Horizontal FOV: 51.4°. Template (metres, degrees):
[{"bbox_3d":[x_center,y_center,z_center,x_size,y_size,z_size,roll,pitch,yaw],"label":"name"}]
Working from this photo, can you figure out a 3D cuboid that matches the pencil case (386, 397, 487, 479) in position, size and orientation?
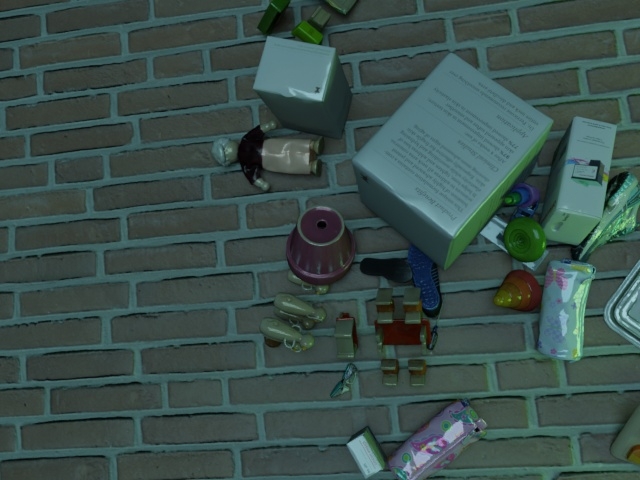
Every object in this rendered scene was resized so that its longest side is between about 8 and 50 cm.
[{"bbox_3d":[0.316,0.553,1.799,0.284,0.124,0.124,-39,79,3],"label":"pencil case"}]

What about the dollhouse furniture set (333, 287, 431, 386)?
[{"bbox_3d":[0.174,0.254,1.836,0.259,0.135,0.262,-2,113,13],"label":"dollhouse furniture set"}]

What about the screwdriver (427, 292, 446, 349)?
[{"bbox_3d":[0.336,0.231,1.894,0.025,0.024,0.170,26,79,-18],"label":"screwdriver"}]

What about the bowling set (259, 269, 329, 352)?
[{"bbox_3d":[-0.069,0.237,1.900,0.154,0.200,0.287,21,44,6],"label":"bowling set"}]

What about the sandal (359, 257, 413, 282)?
[{"bbox_3d":[0.194,0.082,1.903,0.179,0.040,0.067,9,80,41],"label":"sandal"}]

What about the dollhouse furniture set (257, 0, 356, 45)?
[{"bbox_3d":[-0.020,-0.730,2.053,0.197,0.151,0.301,37,71,-9],"label":"dollhouse furniture set"}]

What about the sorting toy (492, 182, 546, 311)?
[{"bbox_3d":[0.508,0.033,1.763,0.127,0.126,0.366,19,117,47],"label":"sorting toy"}]

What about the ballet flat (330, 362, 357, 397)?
[{"bbox_3d":[0.071,0.407,1.900,0.041,0.041,0.114,31,89,11],"label":"ballet flat"}]

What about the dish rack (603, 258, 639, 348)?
[{"bbox_3d":[0.966,0.159,1.781,0.285,0.072,0.333,36,88,12],"label":"dish rack"}]

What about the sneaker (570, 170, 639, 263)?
[{"bbox_3d":[0.801,-0.043,1.816,0.122,0.110,0.283,34,94,-2],"label":"sneaker"}]

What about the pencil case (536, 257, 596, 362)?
[{"bbox_3d":[0.656,0.183,1.782,0.124,0.113,0.273,10,94,28],"label":"pencil case"}]

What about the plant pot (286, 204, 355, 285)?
[{"bbox_3d":[0.000,0.000,1.862,0.201,0.180,0.201,0,62,0],"label":"plant pot"}]

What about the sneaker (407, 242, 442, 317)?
[{"bbox_3d":[0.296,0.107,1.890,0.081,0.090,0.232,-7,60,9],"label":"sneaker"}]

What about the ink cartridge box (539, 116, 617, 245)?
[{"bbox_3d":[0.679,-0.152,1.767,0.117,0.201,0.278,15,71,9],"label":"ink cartridge box"}]

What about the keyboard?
[{"bbox_3d":[0.524,-0.015,1.901,0.256,0.014,0.072,37,94,12],"label":"keyboard"}]

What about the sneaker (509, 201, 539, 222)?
[{"bbox_3d":[0.575,-0.081,1.873,0.053,0.059,0.144,25,82,9],"label":"sneaker"}]

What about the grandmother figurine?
[{"bbox_3d":[-0.168,-0.254,1.997,0.342,0.104,0.208,7,86,12],"label":"grandmother figurine"}]

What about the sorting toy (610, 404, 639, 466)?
[{"bbox_3d":[0.882,0.531,1.706,0.208,0.038,0.193,21,125,13],"label":"sorting toy"}]

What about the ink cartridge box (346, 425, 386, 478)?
[{"bbox_3d":[0.124,0.571,1.796,0.060,0.180,0.104,-31,79,3],"label":"ink cartridge box"}]

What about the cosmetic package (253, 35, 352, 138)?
[{"bbox_3d":[-0.037,-0.414,1.859,0.197,0.365,0.155,14,85,10],"label":"cosmetic package"}]

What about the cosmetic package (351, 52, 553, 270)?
[{"bbox_3d":[0.338,-0.199,1.763,0.329,0.327,0.394,41,83,16],"label":"cosmetic package"}]
